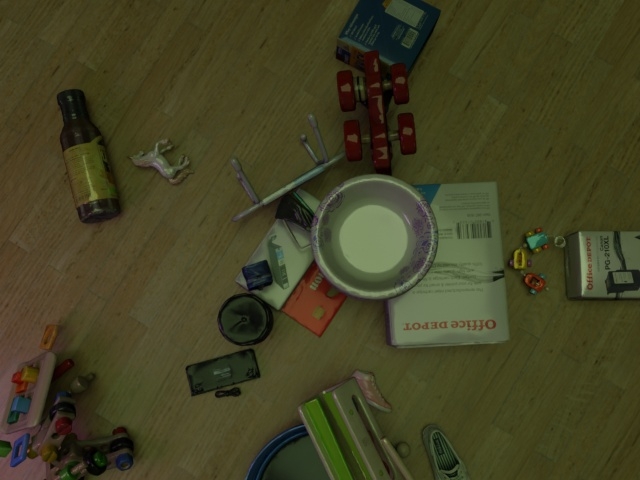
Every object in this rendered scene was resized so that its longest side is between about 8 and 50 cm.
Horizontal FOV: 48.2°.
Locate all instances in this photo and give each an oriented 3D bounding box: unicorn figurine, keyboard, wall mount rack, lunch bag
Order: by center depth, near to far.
[{"bbox_3d":[-0.094,-0.182,1.747,0.350,0.304,0.130,-32,94,-5],"label":"wall mount rack"},{"bbox_3d":[-0.152,0.090,1.748,0.067,0.098,0.065,-18,84,-7],"label":"lunch bag"},{"bbox_3d":[-0.245,0.349,1.816,0.180,0.023,0.108,-15,76,-2],"label":"keyboard"},{"bbox_3d":[-0.419,-0.211,1.871,0.162,0.060,0.111,43,83,5],"label":"unicorn figurine"}]

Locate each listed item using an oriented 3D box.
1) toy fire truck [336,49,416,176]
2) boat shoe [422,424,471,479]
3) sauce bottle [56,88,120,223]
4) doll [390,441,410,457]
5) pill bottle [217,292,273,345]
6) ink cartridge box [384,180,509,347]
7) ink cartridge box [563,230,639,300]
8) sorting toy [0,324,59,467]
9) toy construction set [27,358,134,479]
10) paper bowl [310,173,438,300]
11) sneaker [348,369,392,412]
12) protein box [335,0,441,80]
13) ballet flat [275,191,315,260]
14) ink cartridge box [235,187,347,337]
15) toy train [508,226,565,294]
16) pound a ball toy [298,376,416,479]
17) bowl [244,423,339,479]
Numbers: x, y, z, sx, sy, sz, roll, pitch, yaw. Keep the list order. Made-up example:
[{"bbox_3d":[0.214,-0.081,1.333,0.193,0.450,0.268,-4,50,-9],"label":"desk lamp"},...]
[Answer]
[{"bbox_3d":[0.143,-0.304,1.795,0.169,0.254,0.302,-7,83,5],"label":"toy fire truck"},{"bbox_3d":[0.315,0.567,1.763,0.083,0.076,0.226,-29,83,-4],"label":"boat shoe"},{"bbox_3d":[-0.606,-0.220,1.845,0.111,0.111,0.344,-15,84,-3],"label":"sauce bottle"},{"bbox_3d":[0.131,0.535,1.781,0.189,0.046,0.129,-10,83,-2],"label":"doll"},{"bbox_3d":[-0.177,0.194,1.737,0.123,0.219,0.122,0,82,0],"label":"pill bottle"},{"bbox_3d":[0.299,0.065,1.787,0.286,0.166,0.394,-2,82,0],"label":"ink cartridge box"},{"bbox_3d":[0.758,0.065,1.825,0.237,0.100,0.171,0,82,-1],"label":"ink cartridge box"},{"bbox_3d":[-0.713,0.362,1.716,0.047,0.196,0.347,27,57,-36],"label":"sorting toy"},{"bbox_3d":[-0.627,0.477,1.714,0.237,0.257,0.308,-36,63,7],"label":"toy construction set"},{"bbox_3d":[0.120,-0.001,1.641,0.284,0.148,0.284,0,82,1],"label":"paper bowl"},{"bbox_3d":[0.133,0.374,1.800,0.134,0.051,0.070,31,88,8],"label":"sneaker"},{"bbox_3d":[0.175,-0.542,1.885,0.201,0.136,0.199,28,83,3],"label":"protein box"},{"bbox_3d":[0.000,0.000,1.771,0.280,0.095,0.096,42,92,8],"label":"ballet flat"},{"bbox_3d":[-0.028,0.057,1.837,0.261,0.066,0.296,33,83,4],"label":"ink cartridge box"},{"bbox_3d":[0.557,0.051,1.855,0.125,0.046,0.166,28,86,2],"label":"toy train"},{"bbox_3d":[0.120,0.465,1.604,0.208,0.136,0.319,-33,81,35],"label":"pound a ball toy"},{"bbox_3d":[0.007,0.629,1.713,0.391,0.077,0.391,0,83,3],"label":"bowl"}]
